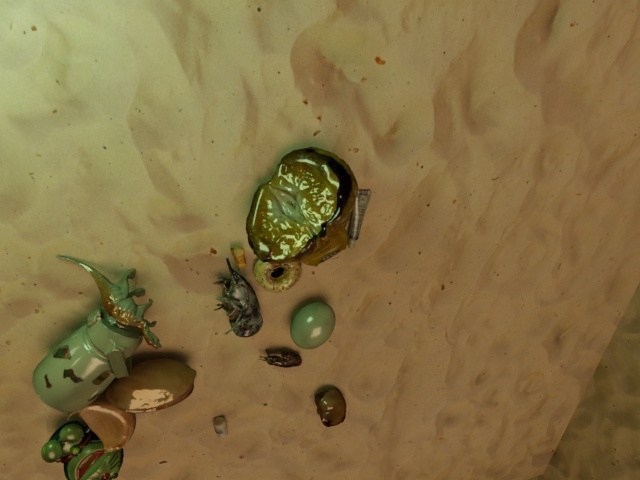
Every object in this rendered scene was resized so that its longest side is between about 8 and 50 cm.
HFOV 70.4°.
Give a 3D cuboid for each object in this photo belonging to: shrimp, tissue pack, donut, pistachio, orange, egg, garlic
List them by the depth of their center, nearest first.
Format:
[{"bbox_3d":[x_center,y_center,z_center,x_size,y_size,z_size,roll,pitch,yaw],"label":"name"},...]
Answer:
[{"bbox_3d":[-0.049,-0.095,1.345,0.368,0.271,0.210,-46,163,11],"label":"orange"},{"bbox_3d":[-0.261,0.056,1.475,0.038,0.067,0.083,-25,102,-21],"label":"donut"},{"bbox_3d":[0.000,0.000,1.489,0.178,0.123,0.127,-31,136,2],"label":"tissue pack"},{"bbox_3d":[-0.278,0.218,1.509,0.137,0.172,0.372,-20,134,1],"label":"shrimp"},{"bbox_3d":[-0.141,0.107,1.546,0.175,0.068,0.174,-9,125,-13],"label":"donut"},{"bbox_3d":[-0.586,0.501,1.580,0.293,0.181,0.162,3,137,-29],"label":"pistachio"},{"bbox_3d":[-0.761,0.637,1.619,0.164,0.145,0.245,-53,126,-37],"label":"garlic"},{"bbox_3d":[-0.027,0.312,1.670,0.149,0.149,0.192,34,100,-33],"label":"egg"},{"bbox_3d":[-0.156,0.461,1.775,0.190,0.073,0.074,6,115,-28],"label":"shrimp"},{"bbox_3d":[0.050,0.739,2.002,0.210,0.131,0.165,49,58,-36],"label":"pistachio"}]

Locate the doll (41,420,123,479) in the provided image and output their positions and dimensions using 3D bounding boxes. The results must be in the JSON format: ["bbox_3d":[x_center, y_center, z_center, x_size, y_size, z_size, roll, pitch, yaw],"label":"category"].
[{"bbox_3d":[-0.860,0.785,1.676,0.198,0.186,0.322,-39,114,-23],"label":"doll"}]

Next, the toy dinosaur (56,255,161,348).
[{"bbox_3d":[-0.604,0.154,1.358,0.092,0.205,0.393,-40,107,17],"label":"toy dinosaur"}]

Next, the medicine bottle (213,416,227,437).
[{"bbox_3d":[-0.419,0.787,1.907,0.052,0.052,0.089,-12,125,-12],"label":"medicine bottle"}]

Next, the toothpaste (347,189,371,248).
[{"bbox_3d":[0.125,-0.070,1.542,0.062,0.037,0.216,0,118,-19],"label":"toothpaste"}]

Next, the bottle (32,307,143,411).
[{"bbox_3d":[-0.697,0.352,1.435,0.352,0.229,0.229,-44,125,7],"label":"bottle"}]
